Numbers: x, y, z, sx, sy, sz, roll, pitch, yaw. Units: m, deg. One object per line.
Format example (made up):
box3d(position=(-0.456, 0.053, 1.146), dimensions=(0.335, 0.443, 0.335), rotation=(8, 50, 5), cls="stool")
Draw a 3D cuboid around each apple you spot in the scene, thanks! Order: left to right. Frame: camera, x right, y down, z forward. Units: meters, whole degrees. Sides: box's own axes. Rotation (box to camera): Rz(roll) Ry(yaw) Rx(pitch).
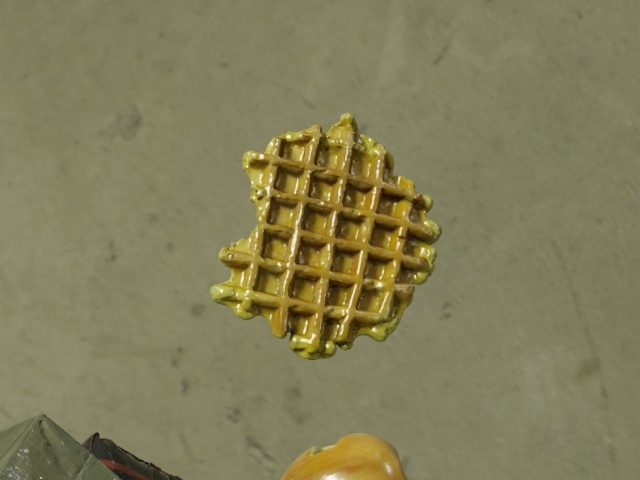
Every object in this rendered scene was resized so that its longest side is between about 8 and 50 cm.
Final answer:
box3d(position=(0.037, 0.337, 1.644), dimensions=(0.199, 0.199, 0.199), rotation=(-9, 69, 24), cls="apple")

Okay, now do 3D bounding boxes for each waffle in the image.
box3d(position=(0.005, -0.008, 1.586), dimensions=(0.281, 0.058, 0.301), rotation=(36, 70, -2), cls="waffle")

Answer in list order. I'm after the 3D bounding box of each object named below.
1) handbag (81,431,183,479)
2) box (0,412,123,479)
box3d(position=(-0.272, 0.381, 1.660), dimensions=(0.155, 0.169, 0.215), rotation=(-42, 26, 35), cls="handbag")
box3d(position=(-0.339, 0.310, 1.385), dimensions=(0.231, 0.155, 0.149), rotation=(-26, 26, 47), cls="box")
